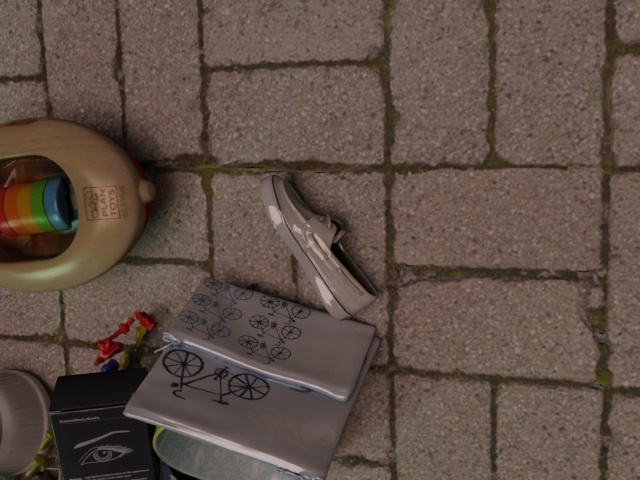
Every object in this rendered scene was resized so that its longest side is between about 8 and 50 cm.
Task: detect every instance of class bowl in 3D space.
[{"bbox_3d":[-0.125,0.281,1.438,0.289,0.289,0.156,-17,50,23],"label":"bowl"}]

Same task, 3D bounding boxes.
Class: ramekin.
[{"bbox_3d":[-0.631,0.357,1.671,0.207,0.109,0.207,-2,85,27],"label":"ramekin"}]

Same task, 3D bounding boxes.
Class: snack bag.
[{"bbox_3d":[-0.098,0.198,1.321,0.323,0.342,0.037,17,126,9],"label":"snack bag"}]

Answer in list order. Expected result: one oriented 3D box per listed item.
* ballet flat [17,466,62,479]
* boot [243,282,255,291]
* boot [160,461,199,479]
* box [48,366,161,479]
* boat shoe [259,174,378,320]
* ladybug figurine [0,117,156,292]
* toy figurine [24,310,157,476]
[{"bbox_3d":[-0.506,0.485,1.689,0.206,0.073,0.067,12,88,16],"label":"ballet flat"},{"bbox_3d":[-0.113,0.145,1.496,0.114,0.037,0.106,46,117,9],"label":"boot"},{"bbox_3d":[-0.249,0.501,1.581,0.219,0.082,0.106,45,114,12],"label":"boot"},{"bbox_3d":[-0.351,0.328,1.427,0.153,0.108,0.207,-4,115,-6],"label":"box"},{"bbox_3d":[0.000,0.000,1.398,0.088,0.096,0.268,-31,88,19],"label":"boat shoe"},{"bbox_3d":[-0.478,-0.066,1.538,0.449,0.162,0.305,-1,99,22],"label":"ladybug figurine"},{"bbox_3d":[-0.338,0.333,1.540,0.217,0.191,0.363,35,110,8],"label":"toy figurine"}]
